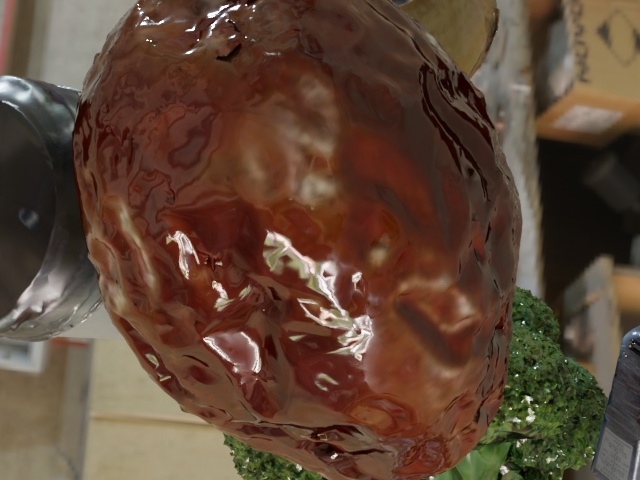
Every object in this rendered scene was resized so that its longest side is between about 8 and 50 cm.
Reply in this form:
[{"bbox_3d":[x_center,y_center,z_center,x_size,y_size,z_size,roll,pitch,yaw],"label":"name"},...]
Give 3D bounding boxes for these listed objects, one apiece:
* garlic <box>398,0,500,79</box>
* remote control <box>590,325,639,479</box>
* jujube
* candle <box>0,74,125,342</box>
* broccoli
[{"bbox_3d":[0.146,-0.266,1.763,0.151,0.338,0.196,42,148,27],"label":"garlic"},{"bbox_3d":[0.230,0.126,1.003,0.043,0.027,0.153,31,135,34],"label":"remote control"},{"bbox_3d":[0.000,0.000,0.630,0.290,0.197,0.197,60,-160,-44],"label":"jujube"},{"bbox_3d":[-0.195,-0.017,1.212,0.342,0.221,0.221,9,-92,-58],"label":"candle"},{"bbox_3d":[0.085,0.173,1.328,0.321,0.413,0.310,34,117,37],"label":"broccoli"}]
